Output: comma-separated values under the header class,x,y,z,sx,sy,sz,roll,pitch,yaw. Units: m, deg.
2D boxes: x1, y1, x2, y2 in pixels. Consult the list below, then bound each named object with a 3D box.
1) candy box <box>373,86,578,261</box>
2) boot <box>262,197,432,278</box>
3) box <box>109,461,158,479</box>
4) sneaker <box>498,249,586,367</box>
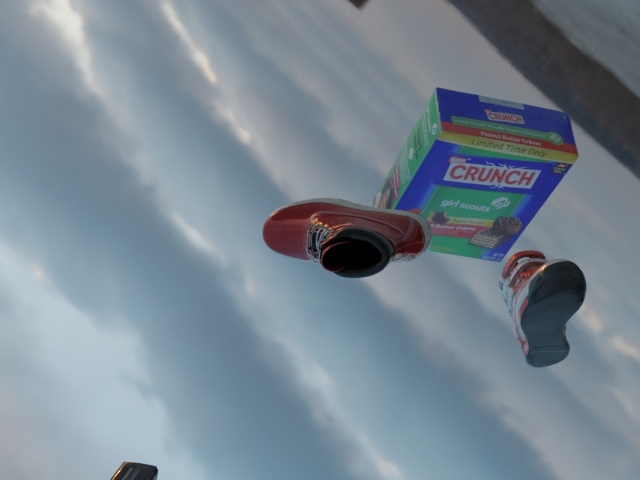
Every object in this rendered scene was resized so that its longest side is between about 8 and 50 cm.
class,x,y,z,sx,sy,sz,roll,pitch,yaw
candy box,0.275,-0.111,1.758,0.268,0.317,0.122,8,-131,-16
boot,0.000,0.000,1.247,0.244,0.088,0.176,3,-168,30
box,-0.285,0.452,1.333,0.059,0.232,0.183,7,-170,5
sneaker,0.303,0.062,1.356,0.270,0.090,0.145,74,-178,-57
